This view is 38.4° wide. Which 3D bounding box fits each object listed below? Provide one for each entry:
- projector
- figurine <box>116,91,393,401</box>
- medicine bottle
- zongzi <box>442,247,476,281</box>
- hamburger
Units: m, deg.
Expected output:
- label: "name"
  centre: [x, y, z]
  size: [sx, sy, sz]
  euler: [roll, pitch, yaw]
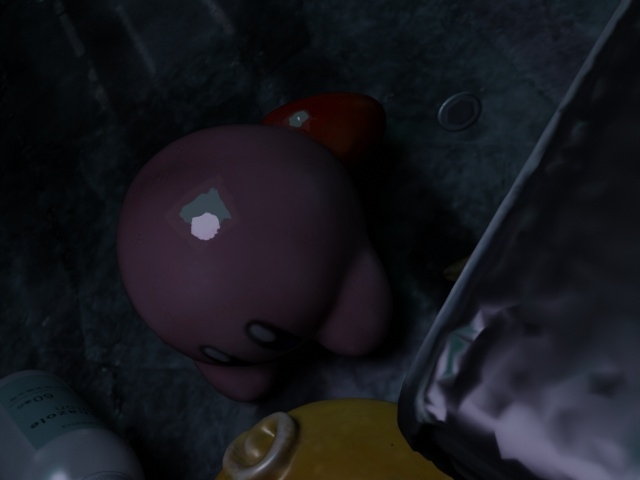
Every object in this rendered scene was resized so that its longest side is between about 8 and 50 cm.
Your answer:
- label: "projector"
  centre: [0.280, 0.030, 0.468]
  size: [0.242, 0.405, 0.395]
  euler: [23, 78, 40]
- label: "figurine"
  centre: [-0.077, -0.011, 0.826]
  size: [0.270, 0.211, 0.261]
  euler: [-24, 58, 27]
- label: "medicine bottle"
  centre: [-0.216, 0.210, 0.803]
  size: [0.352, 0.110, 0.110]
  euler: [16, 72, 57]
- label: "zongzi"
  centre: [0.193, 0.043, 0.737]
  size: [0.176, 0.078, 0.160]
  euler: [-35, 50, 23]
- label: "hamburger"
  centre: [0.002, 0.260, 0.657]
  size: [0.303, 0.186, 0.261]
  euler: [-42, 49, 7]
